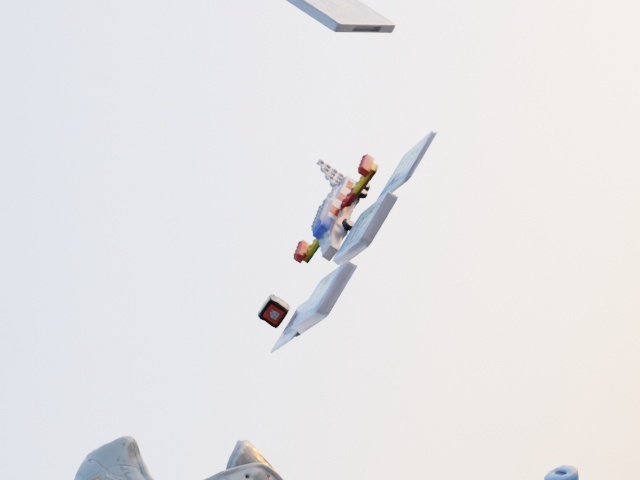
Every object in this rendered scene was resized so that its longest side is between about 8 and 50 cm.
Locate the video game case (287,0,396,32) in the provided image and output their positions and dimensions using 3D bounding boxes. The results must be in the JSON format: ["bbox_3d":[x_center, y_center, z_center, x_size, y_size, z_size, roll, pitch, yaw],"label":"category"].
[{"bbox_3d":[0.010,-0.220,1.788,0.122,0.087,0.011,-11,-48,-62],"label":"video game case"}]

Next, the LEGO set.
[{"bbox_3d":[0.000,0.000,1.583,0.182,0.060,0.244,-58,6,-19],"label":"LEGO set"}]

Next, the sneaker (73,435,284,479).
[{"bbox_3d":[-0.019,0.173,1.043,0.099,0.262,0.121,117,167,-68],"label":"sneaker"}]

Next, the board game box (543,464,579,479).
[{"bbox_3d":[0.349,0.164,1.073,0.390,0.390,0.050,-12,-75,-31],"label":"board game box"}]
